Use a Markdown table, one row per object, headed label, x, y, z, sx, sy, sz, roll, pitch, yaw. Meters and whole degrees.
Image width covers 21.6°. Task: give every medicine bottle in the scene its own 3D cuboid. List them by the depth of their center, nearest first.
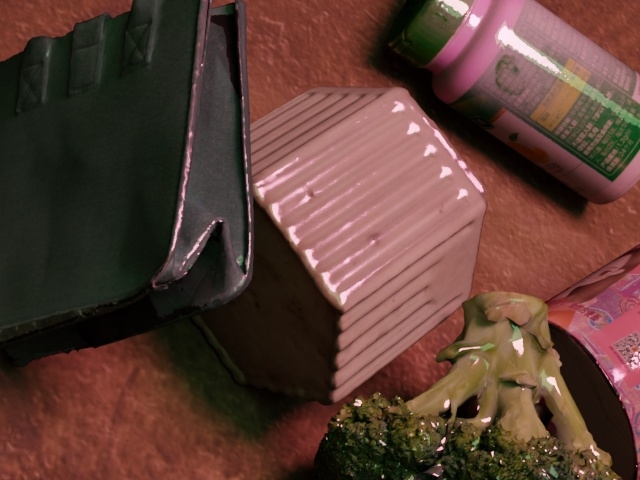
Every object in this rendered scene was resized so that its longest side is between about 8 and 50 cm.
| label | x | y | z | sx | sy | sz | roll | pitch | yaw |
| --- | --- | --- | --- | --- | --- | --- | --- | --- | --- |
| medicine bottle | 0.202 | -0.159 | 1.635 | 0.274 | 0.133 | 0.133 | 34 | 58 | -11 |

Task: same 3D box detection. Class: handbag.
| label | x | y | z | sx | sy | sz | roll | pitch | yaw |
| --- | --- | --- | --- | --- | --- | --- | --- | --- | --- |
| handbag | -0.165 | -0.046 | 1.327 | 0.100 | 0.268 | 0.274 | 29 | 52 | -44 |

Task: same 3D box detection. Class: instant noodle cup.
| label | x | y | z | sx | sy | sz | roll | pitch | yaw |
| --- | --- | --- | --- | --- | --- | --- | --- | --- | --- |
| instant noodle cup | 0.306 | 0.117 | 1.524 | 0.231 | 0.243 | 0.243 | -24 | 82 | -26 |

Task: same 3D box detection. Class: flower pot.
| label | x | y | z | sx | sy | sz | roll | pitch | yaw |
| --- | --- | --- | --- | --- | --- | --- | --- | --- | --- |
| flower pot | 0.000 | 0.000 | 1.418 | 0.209 | 0.239 | 0.189 | 36 | 53 | 27 |

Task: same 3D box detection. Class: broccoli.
| label | x | y | z | sx | sy | sz | roll | pitch | yaw |
| --- | --- | --- | --- | --- | --- | --- | --- | --- | --- |
| broccoli | 0.128 | 0.174 | 1.374 | 0.270 | 0.270 | 0.270 | 18 | 76 | -20 |
